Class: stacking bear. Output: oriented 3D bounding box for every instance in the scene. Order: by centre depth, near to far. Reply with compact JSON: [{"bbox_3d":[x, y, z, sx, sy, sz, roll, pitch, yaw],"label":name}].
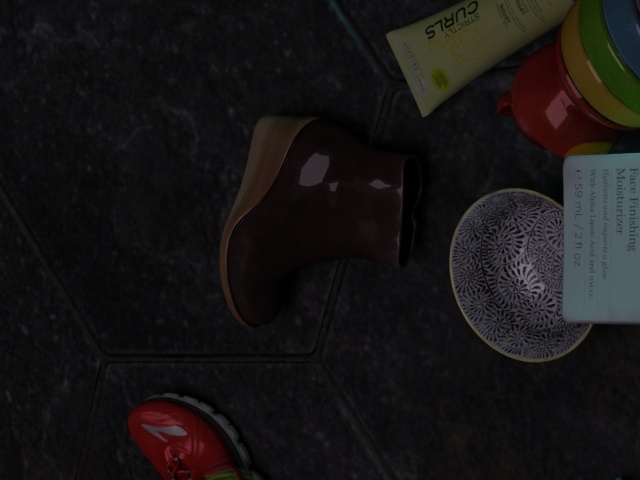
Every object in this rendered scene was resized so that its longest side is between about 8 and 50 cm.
[{"bbox_3d":[0.280,-0.163,1.734,0.289,0.175,0.164,-34,66,48],"label":"stacking bear"}]

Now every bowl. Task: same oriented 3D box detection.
[{"bbox_3d":[0.215,0.025,1.883,0.170,0.080,0.170,13,111,36],"label":"bowl"}]

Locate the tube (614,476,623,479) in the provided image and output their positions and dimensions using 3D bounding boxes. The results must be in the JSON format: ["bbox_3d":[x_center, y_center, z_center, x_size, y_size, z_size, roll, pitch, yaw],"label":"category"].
[{"bbox_3d":[0.340,0.321,1.889,0.207,0.052,0.080,48,132,12],"label":"tube"}]

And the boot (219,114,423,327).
[{"bbox_3d":[0.000,0.000,2.044,0.207,0.090,0.248,21,111,36],"label":"boot"}]

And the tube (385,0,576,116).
[{"bbox_3d":[0.159,-0.202,1.882,0.240,0.062,0.070,-26,45,45],"label":"tube"}]

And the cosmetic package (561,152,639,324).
[{"bbox_3d":[0.328,0.000,1.720,0.183,0.151,0.151,-2,87,39],"label":"cosmetic package"}]

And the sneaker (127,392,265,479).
[{"bbox_3d":[-0.131,0.284,2.213,0.279,0.118,0.107,46,126,20],"label":"sneaker"}]
